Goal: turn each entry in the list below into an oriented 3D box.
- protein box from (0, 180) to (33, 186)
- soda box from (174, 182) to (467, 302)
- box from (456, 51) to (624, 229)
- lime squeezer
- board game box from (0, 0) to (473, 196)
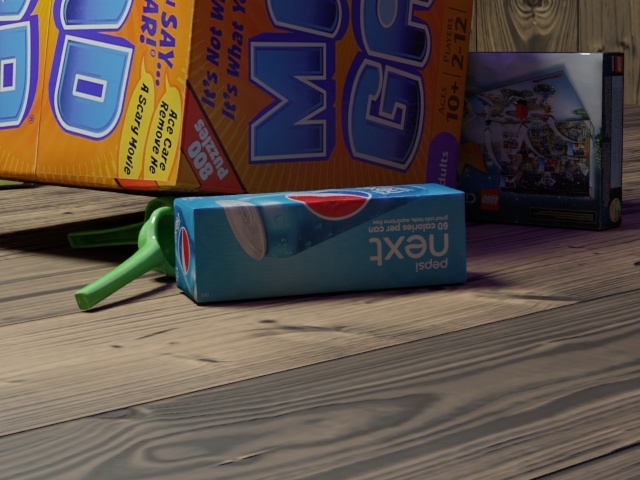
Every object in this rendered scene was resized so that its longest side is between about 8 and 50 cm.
[{"bbox_3d":[-0.425,-0.169,2.041,0.136,0.200,0.201,-3,9,-15],"label":"protein box"},{"bbox_3d":[0.000,0.000,1.268,0.210,0.071,0.067,-4,9,-17],"label":"soda box"},{"bbox_3d":[0.172,-0.098,1.602,0.233,0.159,0.044,5,10,37],"label":"box"},{"bbox_3d":[-0.145,-0.001,1.354,0.110,0.059,0.310,-2,9,-9],"label":"lime squeezer"},{"bbox_3d":[-0.107,-0.215,1.563,0.356,0.356,0.356,5,0,42],"label":"board game box"}]
